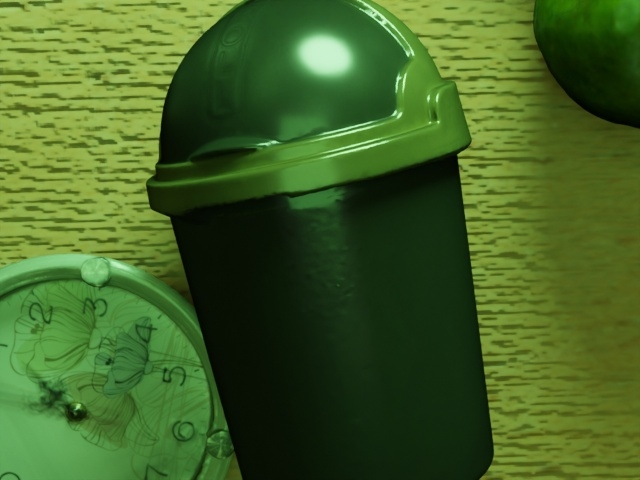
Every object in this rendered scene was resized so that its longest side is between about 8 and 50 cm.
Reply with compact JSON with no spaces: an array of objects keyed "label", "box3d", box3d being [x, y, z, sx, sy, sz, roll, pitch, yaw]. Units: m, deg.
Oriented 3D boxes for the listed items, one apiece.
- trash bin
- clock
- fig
[{"label":"trash bin","box3d":[0.000,0.000,0.812,0.214,0.214,0.333,-9,100,-1]},{"label":"clock","box3d":[-0.176,0.124,0.894,0.237,0.053,0.236,0,97,-1]},{"label":"fig","box3d":[0.290,-0.147,0.836,0.275,0.206,0.206,22,95,-26]}]
